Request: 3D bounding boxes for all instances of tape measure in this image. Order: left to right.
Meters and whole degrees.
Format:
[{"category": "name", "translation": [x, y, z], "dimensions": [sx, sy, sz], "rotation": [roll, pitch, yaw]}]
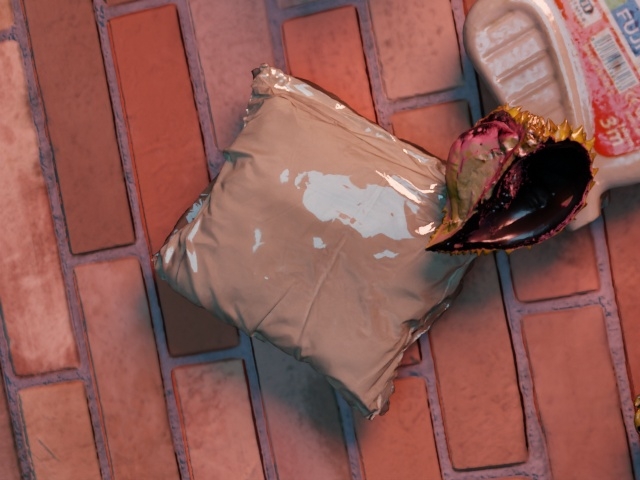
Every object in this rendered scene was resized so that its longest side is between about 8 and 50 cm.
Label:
[{"category": "tape measure", "translation": [0.273, -0.163, 1.339], "dimensions": [0.246, 0.125, 0.243], "rotation": [-29, 92, 21]}]

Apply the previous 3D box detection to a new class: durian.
[{"category": "durian", "translation": [0.183, -0.070, 1.290], "dimensions": [0.187, 0.119, 0.108], "rotation": [-54, 35, 40]}]

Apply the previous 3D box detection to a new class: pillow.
[{"category": "pillow", "translation": [0.000, 0.000, 1.428], "dimensions": [0.310, 0.138, 0.283], "rotation": [30, 103, 10]}]

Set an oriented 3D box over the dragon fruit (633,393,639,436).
[{"category": "dragon fruit", "translation": [0.388, 0.194, 1.319], "dimensions": [0.172, 0.160, 0.166], "rotation": [-8, 134, 21]}]
